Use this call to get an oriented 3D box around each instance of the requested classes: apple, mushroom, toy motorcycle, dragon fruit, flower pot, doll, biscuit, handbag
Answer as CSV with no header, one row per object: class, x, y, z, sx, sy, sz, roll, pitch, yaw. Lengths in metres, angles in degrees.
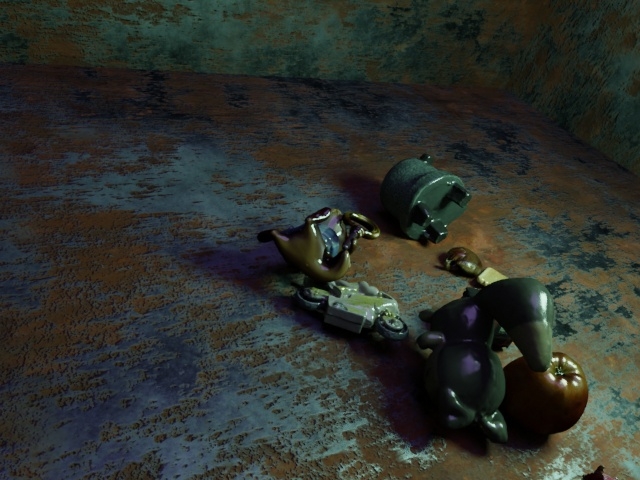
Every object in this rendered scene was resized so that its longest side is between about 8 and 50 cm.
apple,0.595,0.399,1.399,0.233,0.234,0.234,13,36,-10
mushroom,0.512,0.074,1.903,0.170,0.080,0.135,-3,31,-33
toy motorcycle,0.100,0.183,1.535,0.340,0.108,0.223,18,26,8
dragon fruit,0.698,0.628,1.255,0.096,0.102,0.147,9,46,-3
flower pot,0.409,-0.151,1.976,0.299,0.299,0.283,-4,35,-30
doll,0.001,-0.004,1.591,0.317,0.209,0.339,13,7,14
biscuit,0.679,0.187,1.863,0.249,0.030,0.160,36,28,20
doll,0.401,0.289,1.321,0.252,0.379,0.383,11,53,-20
handbag,0.508,0.242,1.604,0.215,0.169,0.155,8,34,-20
